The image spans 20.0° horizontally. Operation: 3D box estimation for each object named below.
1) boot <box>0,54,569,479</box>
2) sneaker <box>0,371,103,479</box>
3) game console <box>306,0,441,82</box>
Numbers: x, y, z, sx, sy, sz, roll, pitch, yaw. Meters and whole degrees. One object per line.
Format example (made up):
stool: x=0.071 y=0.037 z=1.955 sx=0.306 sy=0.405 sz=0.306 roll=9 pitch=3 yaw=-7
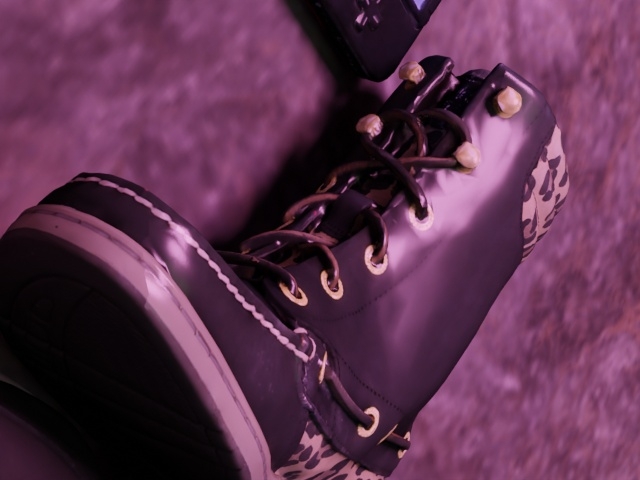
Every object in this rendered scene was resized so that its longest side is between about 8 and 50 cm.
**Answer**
boot: x=-0.001 y=0.000 z=0.575 sx=0.178 sy=0.085 sz=0.236 roll=-56 pitch=151 yaw=-18
sneaker: x=-0.129 y=0.084 z=0.406 sx=0.283 sy=0.124 sz=0.107 roll=10 pitch=100 yaw=-56
game console: x=0.058 y=-0.129 z=0.586 sx=0.144 sy=0.085 sz=0.124 roll=-57 pitch=144 yaw=-16
